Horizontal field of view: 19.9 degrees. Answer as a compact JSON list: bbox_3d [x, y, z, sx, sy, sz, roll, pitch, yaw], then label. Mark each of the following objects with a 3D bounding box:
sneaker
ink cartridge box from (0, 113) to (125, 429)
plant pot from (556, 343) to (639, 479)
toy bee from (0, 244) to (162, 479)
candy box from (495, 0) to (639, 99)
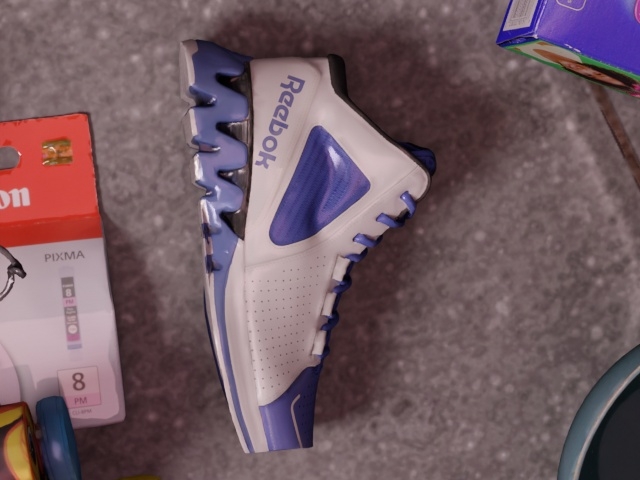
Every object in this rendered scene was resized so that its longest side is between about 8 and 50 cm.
[{"bbox_3d":[0.000,-0.001,1.360,0.182,0.127,0.315,-7,95,-5],"label":"sneaker"},{"bbox_3d":[-0.251,0.032,1.365,0.189,0.066,0.232,-7,100,-7],"label":"ink cartridge box"},{"bbox_3d":[0.303,0.184,1.385,0.290,0.195,0.290,-1,96,-8],"label":"plant pot"},{"bbox_3d":[-0.230,0.173,1.276,0.195,0.162,0.298,-29,123,9],"label":"toy bee"},{"bbox_3d":[0.332,-0.222,1.390,0.317,0.122,0.268,19,91,-8],"label":"candy box"}]
